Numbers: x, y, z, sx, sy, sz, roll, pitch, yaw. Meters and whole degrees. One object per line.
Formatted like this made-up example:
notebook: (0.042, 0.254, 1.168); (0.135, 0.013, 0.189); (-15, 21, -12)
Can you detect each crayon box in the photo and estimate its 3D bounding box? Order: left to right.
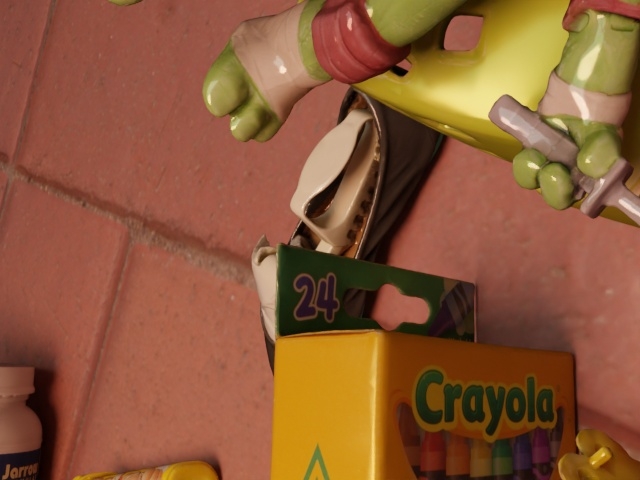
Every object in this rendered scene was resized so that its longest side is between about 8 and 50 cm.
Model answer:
crayon box: (0.067, 0.169, 0.475); (0.083, 0.203, 0.323); (-10, 75, 43)

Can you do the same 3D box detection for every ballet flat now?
ballet flat: (0.000, 0.000, 0.655); (0.095, 0.096, 0.281); (32, 104, 43)

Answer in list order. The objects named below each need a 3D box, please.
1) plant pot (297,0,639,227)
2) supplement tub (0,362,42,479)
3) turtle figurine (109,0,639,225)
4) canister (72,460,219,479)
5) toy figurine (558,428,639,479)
plant pot: (0.158, -0.130, 0.442); (0.207, 0.227, 0.228); (44, 112, 34)
supplement tub: (-0.447, 0.300, 0.939); (0.235, 0.235, 0.325); (-4, 79, 44)
turtle figurine: (0.036, -0.085, 0.280); (0.266, 0.197, 0.275); (-6, 82, 38)
canister: (-0.170, 0.278, 0.783); (0.169, 0.073, 0.126); (-21, 68, 39)
toy figurine: (0.189, 0.231, 0.312); (0.191, 0.362, 0.217); (-9, 101, 26)
